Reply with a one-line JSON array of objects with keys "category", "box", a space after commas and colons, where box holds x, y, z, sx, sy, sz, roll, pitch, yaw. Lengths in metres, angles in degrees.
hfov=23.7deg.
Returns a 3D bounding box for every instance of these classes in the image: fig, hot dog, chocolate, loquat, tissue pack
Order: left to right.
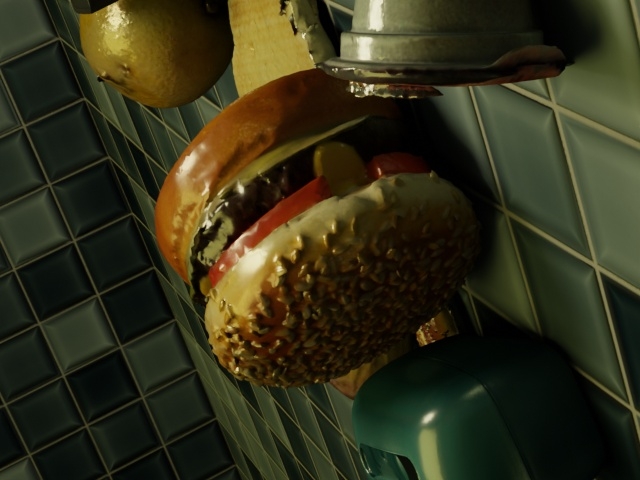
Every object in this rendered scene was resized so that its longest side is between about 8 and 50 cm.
[{"category": "loquat", "box": [-0.215, -0.302, 2.092, 0.244, 0.243, 0.244, 57, 165, 25]}, {"category": "fig", "box": [0.046, 0.105, 2.007, 0.160, 0.143, 0.231, 57, 166, 40]}, {"category": "chocolate", "box": [0.102, -0.200, 1.237, 0.221, 0.221, 0.147, -143, 49, -62]}, {"category": "hot dog", "box": [0.155, 0.139, 1.858, 0.108, 0.059, 0.191, 10, 124, 65]}, {"category": "tissue pack", "box": [0.153, 0.215, 1.665, 0.198, 0.206, 0.287, 67, 160, -9]}]

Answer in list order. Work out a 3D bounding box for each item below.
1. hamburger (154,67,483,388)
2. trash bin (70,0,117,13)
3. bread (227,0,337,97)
[{"category": "hamburger", "box": [0.000, 0.000, 1.642, 0.250, 0.330, 0.330, 54, 163, 29]}, {"category": "trash bin", "box": [-0.230, -0.404, 1.916, 0.165, 0.225, 0.115, 68, 166, -16]}, {"category": "bread", "box": [-0.042, -0.204, 1.880, 0.316, 0.054, 0.316, 164, 90, -70]}]
